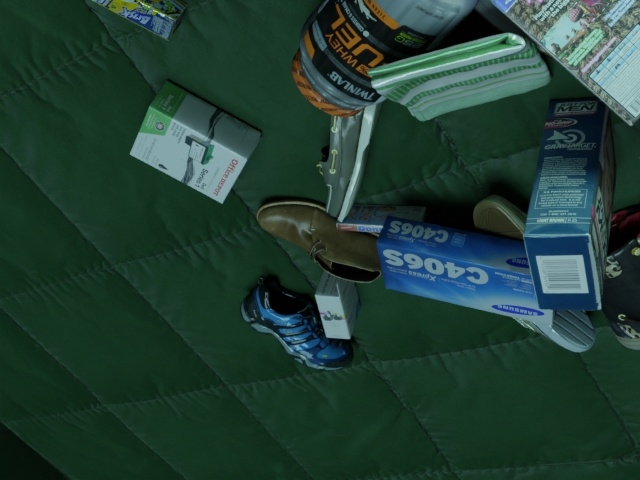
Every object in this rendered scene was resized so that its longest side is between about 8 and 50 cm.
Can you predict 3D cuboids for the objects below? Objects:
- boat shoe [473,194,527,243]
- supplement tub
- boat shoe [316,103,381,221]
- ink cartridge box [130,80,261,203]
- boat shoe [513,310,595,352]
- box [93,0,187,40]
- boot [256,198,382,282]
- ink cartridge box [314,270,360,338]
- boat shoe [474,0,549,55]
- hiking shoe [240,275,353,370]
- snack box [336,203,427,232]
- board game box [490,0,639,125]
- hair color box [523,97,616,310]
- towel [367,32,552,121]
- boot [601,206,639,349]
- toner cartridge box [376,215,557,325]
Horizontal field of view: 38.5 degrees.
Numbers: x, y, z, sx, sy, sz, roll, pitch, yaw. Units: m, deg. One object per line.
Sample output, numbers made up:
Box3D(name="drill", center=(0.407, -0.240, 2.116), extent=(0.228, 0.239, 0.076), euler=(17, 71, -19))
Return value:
Box3D(name="boat shoe", center=(0.410, 0.002, 1.798), extent=(0.302, 0.098, 0.109), euler=(42, 147, -25))
Box3D(name="supplement tub", center=(0.094, -0.350, 1.482), extent=(0.193, 0.194, 0.316), euler=(33, 137, -12))
Box3D(name="boat shoe", center=(0.045, -0.167, 1.762), extent=(0.091, 0.109, 0.305), euler=(17, 132, 5))
Box3D(name="ink cartridge box", center=(-0.252, -0.195, 1.858), extent=(0.219, 0.093, 0.160), euler=(28, 138, -7))
Box3D(name="boat shoe", center=(0.442, 0.130, 1.927), extent=(0.302, 0.109, 0.094), euler=(39, 149, -4))
Box3D(name="box", center=(-0.334, -0.435, 1.666), extent=(0.169, 0.059, 0.054), euler=(27, 137, -7))
Box3D(name="boot", center=(0.000, 0.000, 1.947), extent=(0.305, 0.115, 0.112), euler=(17, 140, 6))
Box3D(name="ink cartridge box", center=(0.038, 0.124, 2.066), extent=(0.061, 0.104, 0.181), euler=(3, 135, 18))
Box3D(name="boat shoe", center=(0.372, -0.347, 1.457), extent=(0.277, 0.098, 0.096), euler=(24, 119, -6))
Box3D(name="hiking shoe", center=(-0.044, 0.207, 2.179), extent=(0.304, 0.113, 0.132), euler=(30, 138, -9))
Box3D(name="snack box", center=(0.125, -0.045, 1.884), extent=(0.178, 0.064, 0.022), euler=(3, 136, 19))
Box3D(name="board game box", center=(0.412, -0.355, 1.321), extent=(0.291, 0.141, 0.232), euler=(37, 108, -17))
Box3D(name="hair color box", center=(0.423, -0.068, 1.527), extent=(0.105, 0.347, 0.174), euler=(-1, 134, 23))
Box3D(name="towel", center=(0.230, -0.254, 1.459), extent=(0.247, 0.038, 0.325), euler=(-13, 173, 19))
Box3D(name="boot", center=(0.671, 0.061, 1.729), extent=(0.377, 0.138, 0.284), euler=(-19, 125, 43))
Box3D(name="toner cartridge box", center=(0.291, 0.058, 1.794), extent=(0.347, 0.075, 0.165), euler=(12, 148, 21))
